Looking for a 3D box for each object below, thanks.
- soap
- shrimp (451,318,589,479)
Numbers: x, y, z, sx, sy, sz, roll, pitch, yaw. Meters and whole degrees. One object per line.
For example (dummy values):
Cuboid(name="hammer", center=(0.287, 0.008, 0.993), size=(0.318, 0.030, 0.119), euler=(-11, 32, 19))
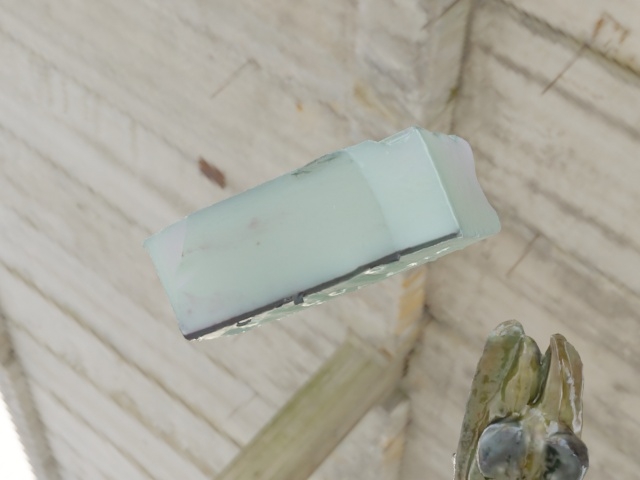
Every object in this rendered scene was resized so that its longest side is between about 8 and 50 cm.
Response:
Cuboid(name="soap", center=(0.000, 0.000, 0.921), size=(0.231, 0.145, 0.091), euler=(-24, -100, 23))
Cuboid(name="shrimp", center=(0.081, 0.166, 0.607), size=(0.077, 0.168, 0.317), euler=(11, -61, 1))
